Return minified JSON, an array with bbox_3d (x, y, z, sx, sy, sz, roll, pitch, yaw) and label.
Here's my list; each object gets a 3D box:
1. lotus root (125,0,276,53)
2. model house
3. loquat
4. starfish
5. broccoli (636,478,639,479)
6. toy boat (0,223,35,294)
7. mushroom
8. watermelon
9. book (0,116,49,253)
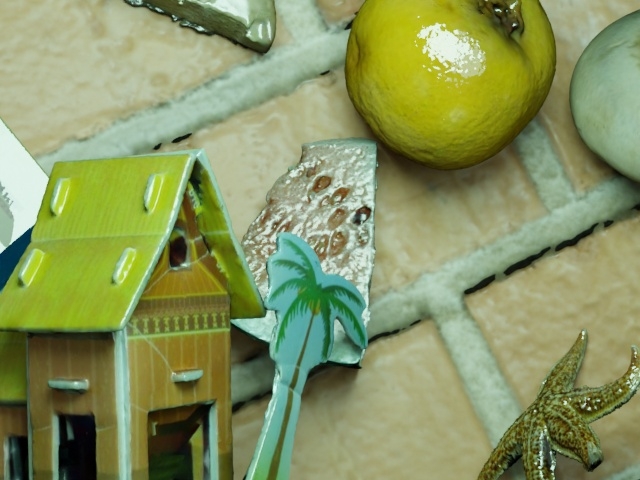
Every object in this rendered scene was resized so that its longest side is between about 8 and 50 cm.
[{"bbox_3d":[-0.150,-0.303,1.725,0.260,0.074,0.170,18,74,-7],"label":"lotus root"},{"bbox_3d":[-0.154,0.087,1.530,0.300,0.340,0.323,-1,91,32],"label":"model house"},{"bbox_3d":[0.125,-0.172,1.676,0.208,0.208,0.208,2,79,-9],"label":"loquat"},{"bbox_3d":[0.222,0.173,1.668,0.057,0.213,0.238,39,36,-25],"label":"starfish"},{"bbox_3d":[0.283,0.274,1.664,0.304,0.165,0.145,-21,42,-3],"label":"broccoli"},{"bbox_3d":[-0.303,0.073,1.613,0.299,0.096,0.062,-44,78,-9],"label":"toy boat"},{"bbox_3d":[0.359,-0.132,1.736,0.226,0.178,0.226,7,45,-7],"label":"mushroom"},{"bbox_3d":[0.000,0.000,1.692,0.154,0.094,0.241,18,75,4],"label":"watermelon"},{"bbox_3d":[-0.369,-0.017,1.652,0.231,0.026,0.161,-38,88,-14],"label":"book"}]
